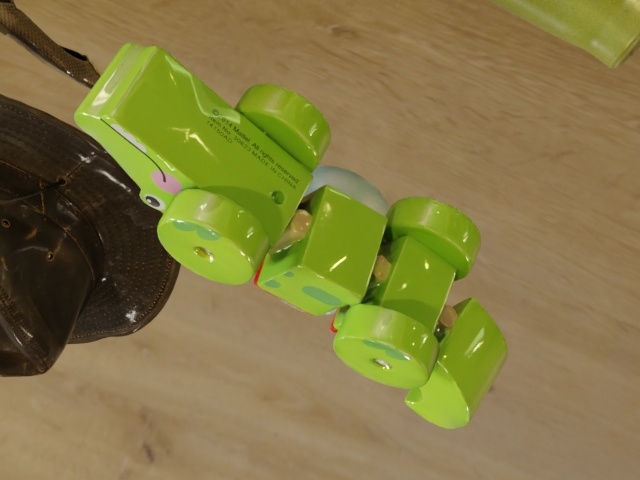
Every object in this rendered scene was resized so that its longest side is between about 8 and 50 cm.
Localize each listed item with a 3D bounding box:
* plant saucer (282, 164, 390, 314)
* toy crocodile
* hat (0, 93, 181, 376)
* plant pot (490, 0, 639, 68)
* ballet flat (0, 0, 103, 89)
[{"bbox_3d":[0.000,0.000,1.625,0.194,0.037,0.195,0,90,13],"label":"plant saucer"},{"bbox_3d":[-0.007,0.003,0.806,0.340,0.105,0.115,35,60,-21],"label":"toy crocodile"},{"bbox_3d":[-0.277,0.029,1.052,0.331,0.134,0.331,0,137,0],"label":"hat"},{"bbox_3d":[0.349,-0.432,1.709,0.353,0.366,0.366,42,95,7],"label":"plant pot"},{"bbox_3d":[-0.384,-0.281,1.764,0.250,0.084,0.058,33,86,-42],"label":"ballet flat"}]
